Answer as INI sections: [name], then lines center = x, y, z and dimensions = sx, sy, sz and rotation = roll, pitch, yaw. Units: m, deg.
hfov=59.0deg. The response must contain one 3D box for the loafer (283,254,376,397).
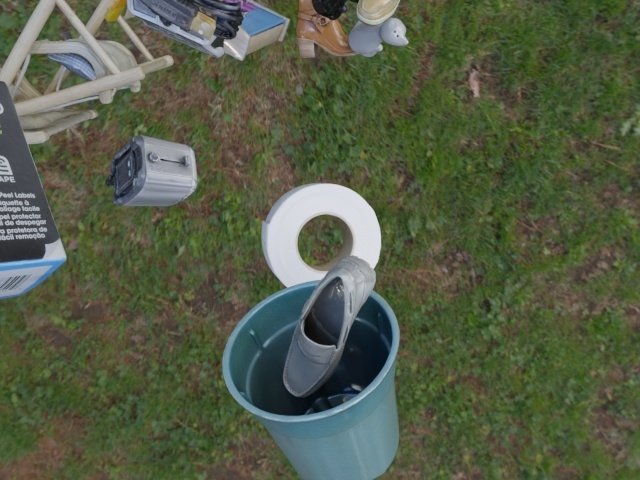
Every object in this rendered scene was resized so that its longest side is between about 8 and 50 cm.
[loafer]
center = -0.003, 0.170, 1.053
dimensions = 0.112, 0.111, 0.319
rotation = 31, 115, 21

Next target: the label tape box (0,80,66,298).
[label tape box]
center = -0.446, -0.103, 0.571
dimensions = 0.115, 0.249, 0.347
rotation = -28, 79, 31

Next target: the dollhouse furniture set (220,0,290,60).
[dollhouse furniture set]
center = -0.154, -0.527, 0.998
dimensions = 0.286, 0.198, 0.303
rotation = 28, 124, 4

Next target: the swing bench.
[swing bench]
center = -0.396, -0.263, 0.880
dimensions = 0.255, 0.253, 0.165
rotation = -33, 110, 9

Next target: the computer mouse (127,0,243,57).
[computer mouse]
center = -0.104, -0.171, 0.410
dimensions = 0.106, 0.193, 0.042
rotation = 20, 100, -10

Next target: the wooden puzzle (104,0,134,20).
[wooden puzzle]
center = -0.211, -0.306, 0.697
dimensions = 0.014, 0.116, 0.078
rotation = 50, 131, 0

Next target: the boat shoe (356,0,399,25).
[boat shoe]
center = 0.128, -0.474, 1.036
dimensions = 0.068, 0.072, 0.190
rotation = 31, 66, 2

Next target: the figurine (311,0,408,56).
[figurine]
center = 0.101, -0.531, 1.332
dimensions = 0.215, 0.209, 0.092
rotation = 40, 88, -25

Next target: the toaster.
[toaster]
center = -0.377, -0.145, 1.275
dimensions = 0.146, 0.227, 0.129
rotation = 3, 74, -38

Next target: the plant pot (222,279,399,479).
[plant pot]
center = 0.014, 0.318, 1.163
dimensions = 0.341, 0.341, 0.334
rotation = -15, 127, 1

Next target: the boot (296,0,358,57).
[boot]
center = 0.033, -0.559, 1.481
dimensions = 0.197, 0.073, 0.152
rotation = 0, 106, 3

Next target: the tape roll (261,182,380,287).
[tape roll]
center = 0.000, 0.000, 1.392
dimensions = 0.286, 0.100, 0.286
rotation = -2, 98, -13
